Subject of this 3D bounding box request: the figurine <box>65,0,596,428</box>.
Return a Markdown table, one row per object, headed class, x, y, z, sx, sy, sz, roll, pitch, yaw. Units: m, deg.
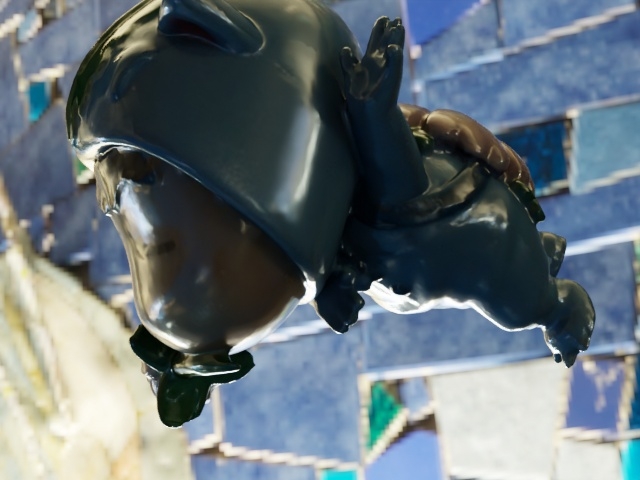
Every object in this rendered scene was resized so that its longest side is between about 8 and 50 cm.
| class | x | y | z | sx | sy | sz | roll | pitch | yaw |
| --- | --- | --- | --- | --- | --- | --- | --- | --- | --- |
| figurine | -0.002 | 0.003 | 0.491 | 0.178 | 0.144 | 0.114 | 23 | -178 | -17 |
